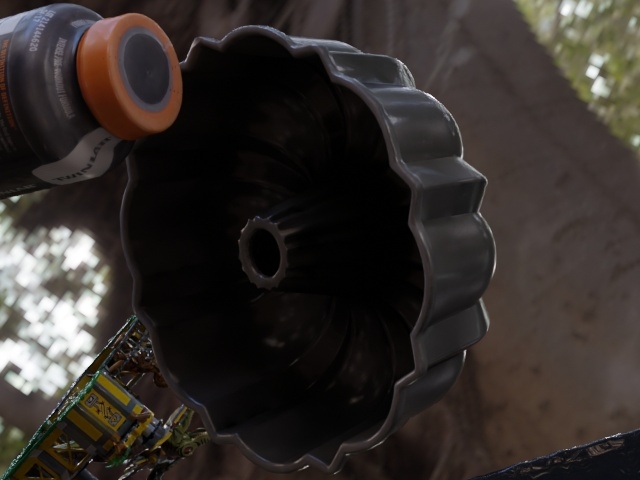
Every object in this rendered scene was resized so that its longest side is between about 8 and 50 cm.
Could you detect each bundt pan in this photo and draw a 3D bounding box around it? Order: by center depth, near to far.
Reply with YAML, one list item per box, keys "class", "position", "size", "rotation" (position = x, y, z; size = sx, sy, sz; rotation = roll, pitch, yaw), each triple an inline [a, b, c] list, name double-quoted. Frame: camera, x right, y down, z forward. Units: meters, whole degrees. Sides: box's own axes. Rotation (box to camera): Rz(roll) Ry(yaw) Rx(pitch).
- class: "bundt pan"
  position: [0.000, 0.000, 1.461]
  size: [0.331, 0.124, 0.330]
  rotation: [13, -72, 43]

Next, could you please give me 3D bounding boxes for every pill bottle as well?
- class: "pill bottle"
  position: [-0.222, -0.098, 1.446]
  size: [0.246, 0.130, 0.130]
  rotation: [-11, -57, 32]

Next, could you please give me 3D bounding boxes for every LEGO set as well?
- class: "LEGO set"
  position: [-0.165, 0.205, 1.937]
  size: [0.192, 0.331, 0.255]
  rotation: [40, -71, -5]

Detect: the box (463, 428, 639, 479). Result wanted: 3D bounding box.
- class: "box"
  position: [0.223, 0.365, 1.299]
  size: [0.212, 0.293, 0.395]
  rotation: [-13, -47, -18]
